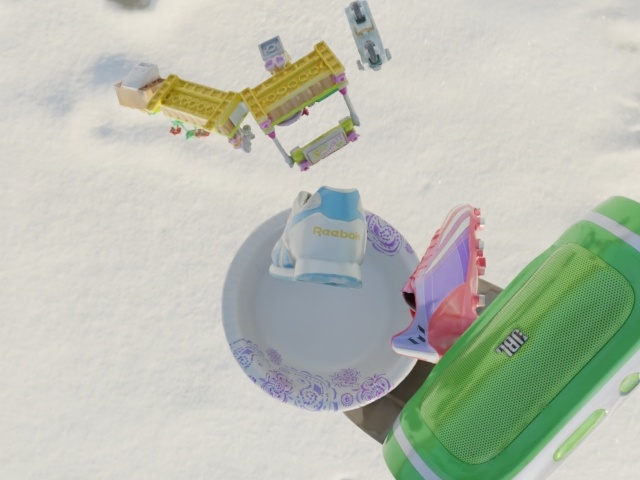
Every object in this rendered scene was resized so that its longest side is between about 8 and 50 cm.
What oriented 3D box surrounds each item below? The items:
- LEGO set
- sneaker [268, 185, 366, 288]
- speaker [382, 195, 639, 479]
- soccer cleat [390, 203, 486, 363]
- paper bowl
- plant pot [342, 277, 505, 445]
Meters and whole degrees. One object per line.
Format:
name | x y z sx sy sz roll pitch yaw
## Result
LEGO set | -0.065 -0.132 0.654 0.287 0.132 0.107 -13 148 15
sneaker | 0.000 0.000 0.665 0.087 0.229 0.092 8 85 -13
speaker | 0.188 0.107 0.548 0.131 0.131 0.296 39 98 -11
soccer cleat | 0.135 0.036 0.716 0.095 0.248 0.083 -2 126 14
paper bowl | 0.005 0.093 0.926 0.284 0.148 0.284 0 84 -3
plant pot | 0.225 0.207 1.026 0.323 0.323 0.280 27 89 -4
